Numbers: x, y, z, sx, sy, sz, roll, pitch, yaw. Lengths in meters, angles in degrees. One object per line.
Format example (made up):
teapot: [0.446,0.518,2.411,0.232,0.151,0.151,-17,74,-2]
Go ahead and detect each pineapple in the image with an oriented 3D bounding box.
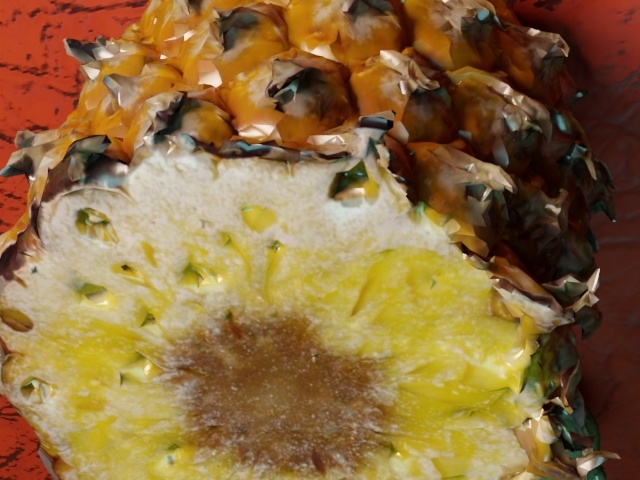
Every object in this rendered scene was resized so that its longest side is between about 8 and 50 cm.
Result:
pineapple: [0.002,-0.002,0.654,0.353,0.300,0.352,9,127,12]

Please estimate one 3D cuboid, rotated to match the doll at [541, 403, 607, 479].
doll: [0.149,0.147,0.880,0.150,0.077,0.115,-21,108,51]
